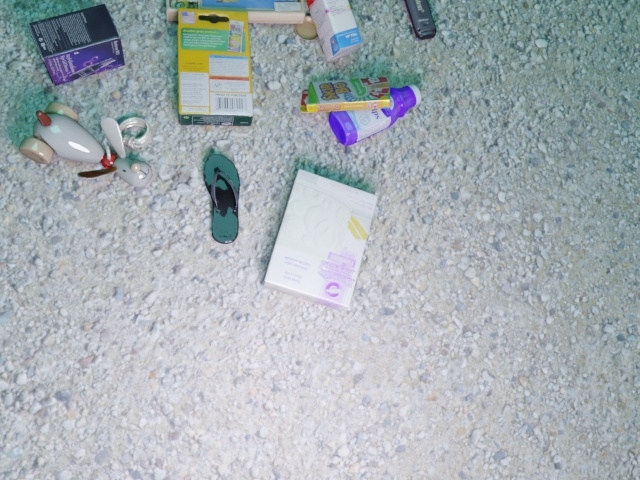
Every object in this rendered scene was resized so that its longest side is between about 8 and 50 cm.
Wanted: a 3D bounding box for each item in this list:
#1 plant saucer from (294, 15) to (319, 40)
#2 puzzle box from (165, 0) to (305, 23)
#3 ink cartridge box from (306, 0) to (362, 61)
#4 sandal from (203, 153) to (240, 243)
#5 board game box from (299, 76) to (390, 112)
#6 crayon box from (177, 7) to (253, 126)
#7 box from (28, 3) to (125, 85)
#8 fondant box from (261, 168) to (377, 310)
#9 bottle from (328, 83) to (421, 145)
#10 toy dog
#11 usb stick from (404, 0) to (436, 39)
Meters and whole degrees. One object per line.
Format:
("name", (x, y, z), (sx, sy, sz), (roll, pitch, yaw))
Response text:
("plant saucer", (-0.039, -0.645, 1.841), (0.083, 0.015, 0.084), (3, 76, -11))
("puzzle box", (-0.258, -0.780, 1.798), (0.408, 0.052, 0.272), (-4, 74, -13))
("ink cartridge box", (0.032, -0.664, 1.775), (0.078, 0.134, 0.231), (-21, 96, -15))
("sandal", (-0.261, -0.119, 1.647), (0.097, 0.054, 0.255), (-8, 79, -14))
("board game box", (0.070, -0.419, 1.737), (0.259, 0.039, 0.124), (-4, 45, 9))
("crayon box", (-0.301, -0.489, 1.712), (0.203, 0.083, 0.323), (-1, 78, -13))
("box", (-0.642, -0.520, 1.607), (0.207, 0.153, 0.108), (-22, 83, -16))
("fondant box", (0.000, 0.000, 1.656), (0.238, 0.096, 0.331), (18, 75, -8))
("bottle", (0.166, -0.382, 1.782), (0.282, 0.092, 0.118), (-26, 75, -17))
("toy dog", (-0.602, -0.253, 1.548), (0.333, 0.161, 0.220), (4, 76, -11))
("usb stick", (0.303, -0.776, 1.931), (0.077, 0.045, 0.278), (-12, 80, -16))
